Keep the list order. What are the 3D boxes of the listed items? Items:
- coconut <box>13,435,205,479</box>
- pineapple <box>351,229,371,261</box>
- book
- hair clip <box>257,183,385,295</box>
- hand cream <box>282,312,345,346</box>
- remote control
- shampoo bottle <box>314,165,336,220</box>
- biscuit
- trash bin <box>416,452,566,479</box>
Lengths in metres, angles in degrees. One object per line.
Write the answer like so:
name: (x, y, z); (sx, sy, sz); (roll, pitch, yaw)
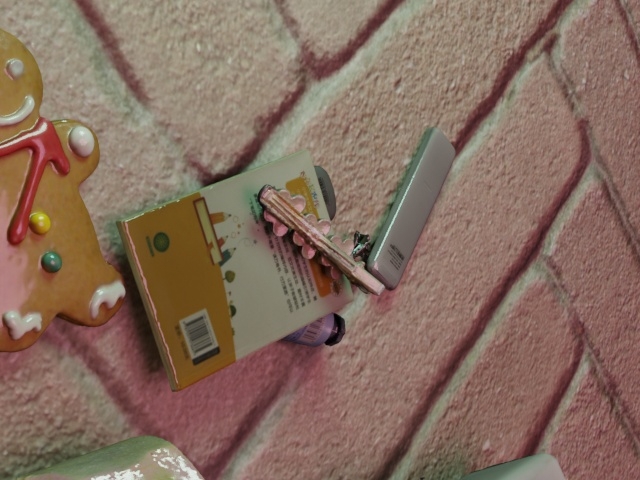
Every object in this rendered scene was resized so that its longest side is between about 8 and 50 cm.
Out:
coconut: (-0.207, 0.326, 1.157); (0.245, 0.233, 0.233); (-12, 99, -42)
pineapple: (0.034, 0.034, 1.512); (0.124, 0.058, 0.058); (-40, 118, -38)
book: (-0.091, 0.028, 1.351); (0.295, 0.020, 0.208); (-24, 101, -40)
hair clip: (-0.003, 0.000, 1.389); (0.214, 0.056, 0.062); (40, 77, -22)
hand cream: (-0.076, 0.079, 1.405); (0.271, 0.058, 0.091); (22, 84, -40)
remote control: (0.130, -0.048, 1.632); (0.067, 0.029, 0.261); (46, 57, -36)
shampoo bottle: (-0.047, -0.038, 1.439); (0.165, 0.040, 0.080); (-26, 110, -42)
biscuit: (-0.311, -0.054, 1.165); (0.216, 0.047, 0.339); (-20, 106, -45)
trash bin: (0.203, 0.429, 1.560); (0.368, 0.256, 0.296); (-19, 83, -52)
